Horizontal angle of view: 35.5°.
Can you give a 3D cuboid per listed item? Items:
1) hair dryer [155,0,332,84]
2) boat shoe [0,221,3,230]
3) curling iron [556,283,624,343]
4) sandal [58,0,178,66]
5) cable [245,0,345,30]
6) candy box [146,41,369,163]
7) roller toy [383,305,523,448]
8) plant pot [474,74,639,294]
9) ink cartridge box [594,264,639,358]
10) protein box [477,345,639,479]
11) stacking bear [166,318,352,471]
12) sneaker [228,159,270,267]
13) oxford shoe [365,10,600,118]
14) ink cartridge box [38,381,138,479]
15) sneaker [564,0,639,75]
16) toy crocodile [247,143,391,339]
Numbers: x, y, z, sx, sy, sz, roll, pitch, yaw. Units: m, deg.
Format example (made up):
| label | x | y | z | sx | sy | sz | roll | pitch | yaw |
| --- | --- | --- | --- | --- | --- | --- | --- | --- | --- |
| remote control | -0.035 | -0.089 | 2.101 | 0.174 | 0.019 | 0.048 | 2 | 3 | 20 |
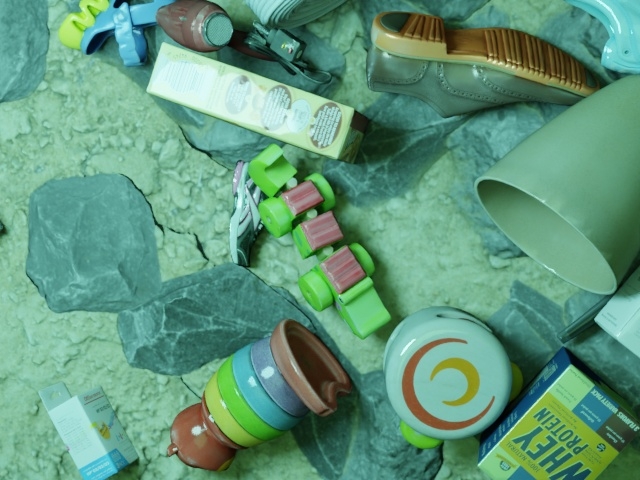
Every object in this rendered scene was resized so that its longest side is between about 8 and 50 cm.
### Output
| label | x | y | z | sx | sy | sz | roll | pitch | yaw |
| --- | --- | --- | --- | --- | --- | --- | --- | --- | --- |
| hair dryer | -0.137 | -0.304 | 1.566 | 0.294 | 0.223 | 0.080 | 25 | 89 | 12 |
| boat shoe | -0.677 | -0.111 | 1.718 | 0.105 | 0.113 | 0.306 | -37 | 95 | -6 |
| curling iron | 0.477 | 0.066 | 1.565 | 0.274 | 0.035 | 0.068 | -43 | 88 | 7 |
| sandal | -0.283 | -0.410 | 1.647 | 0.138 | 0.126 | 0.317 | 41 | 104 | -2 |
| cable | 0.004 | -0.414 | 1.520 | 0.257 | 0.257 | 0.089 | -28 | 91 | 3 |
| candy box | -0.092 | -0.213 | 1.579 | 0.317 | 0.183 | 0.087 | 21 | 96 | 8 |
| roller toy | 0.197 | 0.201 | 1.562 | 0.209 | 0.146 | 0.191 | -26 | 96 | 4 |
| plant pot | 0.415 | -0.104 | 1.486 | 0.256 | 0.256 | 0.274 | 41 | 81 | 6 |
| ink cartridge box | 0.587 | 0.084 | 1.488 | 0.207 | 0.117 | 0.283 | 38 | 97 | -7 |
| protein box | 0.354 | 0.289 | 1.510 | 0.136 | 0.200 | 0.201 | 41 | 98 | 7 |
| stacking bear | -0.120 | 0.270 | 1.618 | 0.289 | 0.175 | 0.164 | -37 | 88 | 16 |
| sneaker | -0.109 | -0.041 | 1.647 | 0.077 | 0.072 | 0.178 | 5 | 98 | -1 |
| oxford shoe | 0.250 | -0.257 | 1.572 | 0.364 | 0.130 | 0.132 | 14 | 127 | 2 |
| ink cartridge box | -0.389 | 0.311 | 1.684 | 0.062 | 0.104 | 0.181 | -30 | 87 | 9 |
| sneaker | 0.509 | -0.285 | 1.511 | 0.150 | 0.135 | 0.366 | -41 | 75 | 13 |
| toy crocodile | 0.000 | 0.000 | 1.590 | 0.115 | 0.105 | 0.340 | -29 | 87 | -19 |
